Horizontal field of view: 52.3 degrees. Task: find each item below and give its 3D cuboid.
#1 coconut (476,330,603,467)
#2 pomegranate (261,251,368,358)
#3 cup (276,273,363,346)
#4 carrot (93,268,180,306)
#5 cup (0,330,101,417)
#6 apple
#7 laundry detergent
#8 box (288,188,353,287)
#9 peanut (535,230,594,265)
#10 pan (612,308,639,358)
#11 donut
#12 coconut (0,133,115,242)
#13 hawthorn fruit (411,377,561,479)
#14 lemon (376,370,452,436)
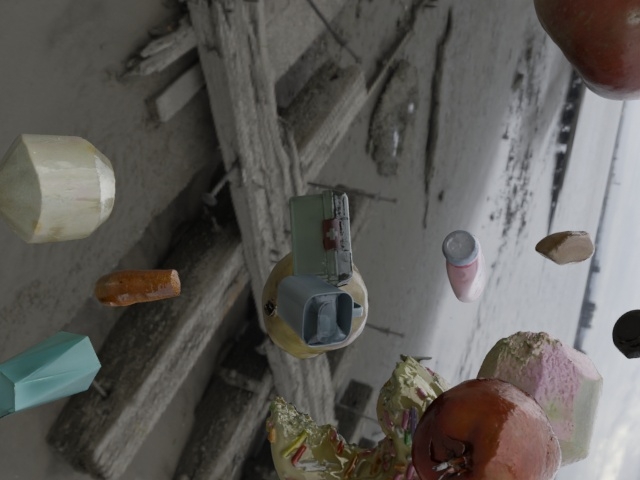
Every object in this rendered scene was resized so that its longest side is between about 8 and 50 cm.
[{"bbox_3d":[0.377,0.304,1.179,0.245,0.233,0.233,-65,154,-25],"label":"coconut"},{"bbox_3d":[-0.025,0.180,1.902,0.332,0.333,0.332,12,90,-68],"label":"pomegranate"},{"bbox_3d":[0.002,0.117,1.146,0.128,0.129,0.095,-5,107,-27],"label":"cup"},{"bbox_3d":[-0.413,0.102,1.463,0.087,0.193,0.087,-9,90,-74],"label":"carrot"},{"bbox_3d":[-0.612,0.293,1.405,0.148,0.134,0.236,-60,166,18],"label":"cup"},{"bbox_3d":[0.553,-0.417,1.156,0.348,0.277,0.348,40,28,-26],"label":"apple"},{"bbox_3d":[0.351,0.054,1.581,0.335,0.088,0.159,46,50,-67],"label":"laundry detergent"},{"bbox_3d":[0.000,0.000,1.417,0.148,0.129,0.210,86,0,-81],"label":"box"},{"bbox_3d":[0.524,0.015,1.397,0.152,0.076,0.076,-7,113,-25],"label":"peanut"},{"bbox_3d":[0.797,0.216,1.581,0.048,0.202,0.128,30,60,-26],"label":"pan"},{"bbox_3d":[0.083,0.405,1.236,0.150,0.371,0.307,-30,99,-75],"label":"donut"},{"bbox_3d":[-0.540,-0.104,1.296,0.241,0.241,0.241,12,90,-68],"label":"coconut"},{"bbox_3d":[0.228,0.306,0.947,0.299,0.211,0.211,21,82,-59],"label":"hawthorn fruit"},{"bbox_3d":[0.216,0.373,1.433,0.244,0.187,0.186,62,43,-77],"label":"lemon"}]
